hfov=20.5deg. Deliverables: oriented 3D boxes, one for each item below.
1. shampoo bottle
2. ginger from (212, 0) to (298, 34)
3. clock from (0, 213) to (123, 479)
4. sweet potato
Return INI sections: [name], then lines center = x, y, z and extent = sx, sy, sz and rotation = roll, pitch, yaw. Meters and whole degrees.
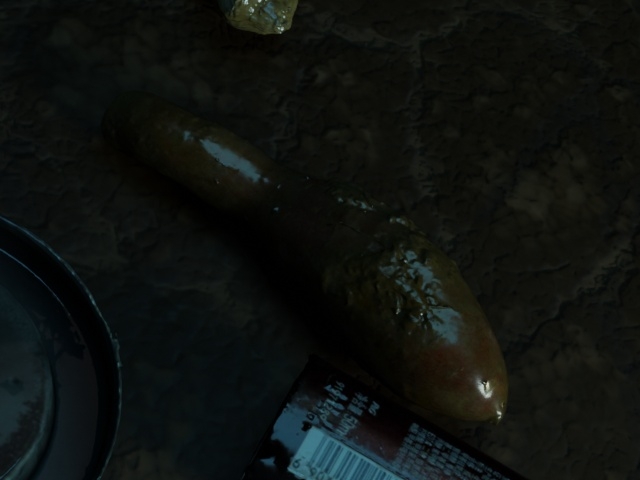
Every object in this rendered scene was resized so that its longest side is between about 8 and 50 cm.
[shampoo bottle]
center = 0.104, 0.210, 1.247
extent = 0.323, 0.084, 0.129
rotation = 29, 56, 0
[ginger]
center = -0.050, -0.230, 1.504
extent = 0.096, 0.067, 0.165
rotation = 30, 40, 2
[clock]
center = -0.289, 0.103, 1.191
extent = 0.312, 0.061, 0.313
rotation = 9, 55, -14
[sweet potato]
center = 0.000, 0.000, 1.342
extent = 0.385, 0.109, 0.109
rotation = 40, 53, 16
